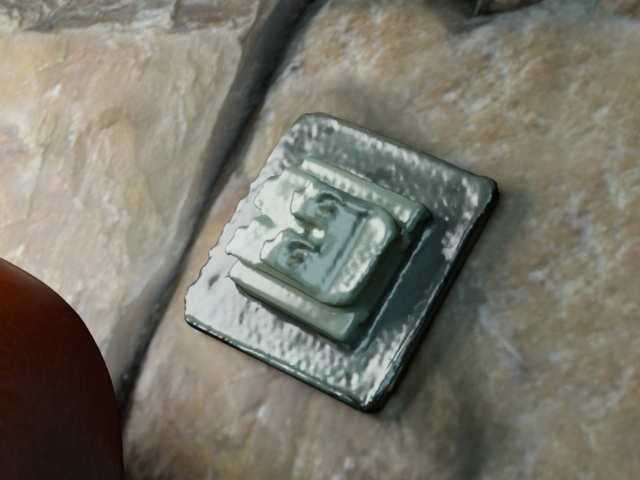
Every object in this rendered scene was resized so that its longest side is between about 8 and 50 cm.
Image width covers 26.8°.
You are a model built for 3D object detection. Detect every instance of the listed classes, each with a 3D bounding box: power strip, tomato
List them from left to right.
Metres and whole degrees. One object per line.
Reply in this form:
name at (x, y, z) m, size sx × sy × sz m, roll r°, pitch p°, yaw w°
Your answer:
tomato at (-0.286, 0.153, 0.933) m, size 0.321 × 0.321 × 0.322 m, roll -14°, pitch 59°, yaw 24°
power strip at (0.000, 0.000, 0.995) m, size 0.213 × 0.064 × 0.198 m, roll 22°, pitch 80°, yaw 36°
